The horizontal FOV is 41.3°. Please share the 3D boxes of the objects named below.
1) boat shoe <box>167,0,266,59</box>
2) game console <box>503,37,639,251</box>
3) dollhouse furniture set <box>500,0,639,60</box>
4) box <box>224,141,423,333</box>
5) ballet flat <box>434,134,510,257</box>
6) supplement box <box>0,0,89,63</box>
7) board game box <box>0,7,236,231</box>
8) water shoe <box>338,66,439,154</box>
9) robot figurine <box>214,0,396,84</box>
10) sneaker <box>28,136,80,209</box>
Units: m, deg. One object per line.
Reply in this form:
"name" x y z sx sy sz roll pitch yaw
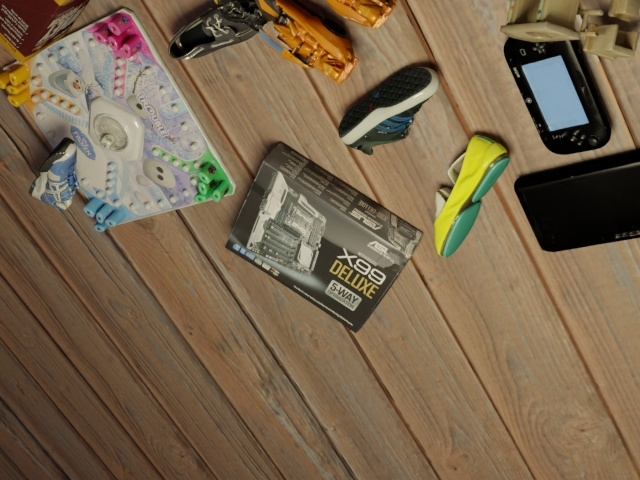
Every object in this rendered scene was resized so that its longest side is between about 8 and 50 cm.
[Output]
"boat shoe" -0.166 -0.341 1.378 0.206 0.065 0.075 -14 115 36
"game console" 0.363 -0.145 1.244 0.213 0.044 0.361 -13 117 37
"dollhouse furniture set" 0.338 -0.343 1.101 0.101 0.160 0.182 21 100 62
"box" 0.000 0.000 1.551 0.307 0.076 0.242 33 135 3
"ballet flat" 0.228 -0.075 1.370 0.077 0.077 0.231 44 136 22
"supplement box" -0.502 -0.448 1.442 0.191 0.129 0.194 46 134 -11
"board game box" -0.403 -0.207 1.639 0.389 0.050 0.390 -11 119 37
"water shoe" 0.119 -0.203 1.336 0.080 0.073 0.203 30 142 -33
"robot figurine" -0.046 -0.374 1.251 0.291 0.085 0.211 35 121 -1
"sneaker" -0.509 -0.131 1.681 0.081 0.080 0.211 36 145 -9
